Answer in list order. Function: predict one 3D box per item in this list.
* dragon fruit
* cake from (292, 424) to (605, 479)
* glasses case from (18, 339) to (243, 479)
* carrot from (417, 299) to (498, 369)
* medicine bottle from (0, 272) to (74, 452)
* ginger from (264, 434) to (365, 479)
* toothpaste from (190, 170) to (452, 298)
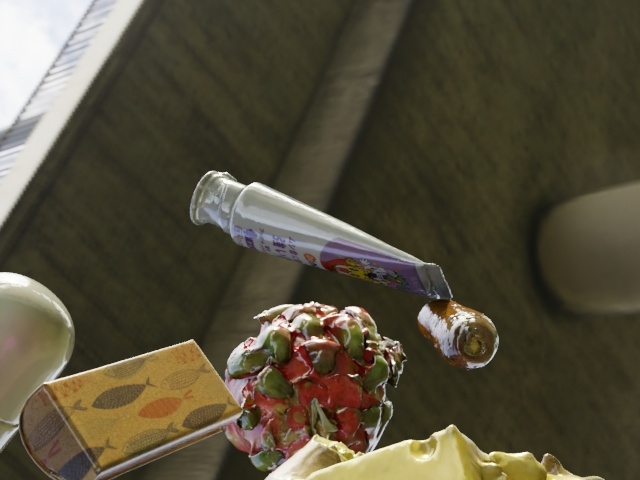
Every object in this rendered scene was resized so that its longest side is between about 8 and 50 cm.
[{"bbox_3d":[-0.014,0.196,1.710,0.231,0.237,0.303,23,-149,1],"label":"dragon fruit"},{"bbox_3d":[0.078,0.266,0.756,0.227,0.286,0.222,-96,-20,-49],"label":"cake"},{"bbox_3d":[-0.119,0.112,0.807,0.065,0.041,0.170,53,-157,12],"label":"glasses case"},{"bbox_3d":[0.139,0.092,1.287,0.186,0.060,0.060,-134,26,-82],"label":"carrot"},{"bbox_3d":[-0.373,0.182,1.230,0.341,0.130,0.130,-51,-49,0],"label":"medicine bottle"},{"bbox_3d":[-0.064,0.364,1.229,0.375,0.166,0.236,-31,-37,-50],"label":"ginger"},{"bbox_3d":[0.000,0.000,1.371,0.073,0.299,0.114,-64,-21,-15],"label":"toothpaste"}]
